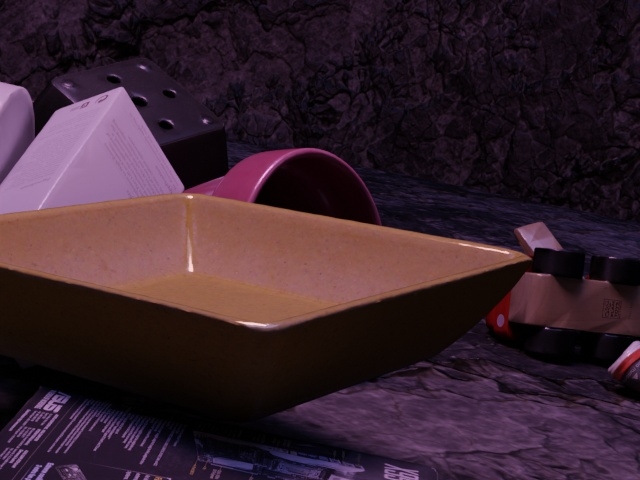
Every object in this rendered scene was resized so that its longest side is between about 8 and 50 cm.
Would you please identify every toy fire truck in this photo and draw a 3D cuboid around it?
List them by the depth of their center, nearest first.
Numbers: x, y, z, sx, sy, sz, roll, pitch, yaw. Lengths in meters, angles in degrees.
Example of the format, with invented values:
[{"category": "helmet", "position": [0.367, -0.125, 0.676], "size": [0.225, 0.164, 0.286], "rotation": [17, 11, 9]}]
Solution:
[{"category": "toy fire truck", "position": [0.280, 0.052, 1.659], "size": [0.217, 0.159, 0.246], "rotation": [6, -2, -26]}]

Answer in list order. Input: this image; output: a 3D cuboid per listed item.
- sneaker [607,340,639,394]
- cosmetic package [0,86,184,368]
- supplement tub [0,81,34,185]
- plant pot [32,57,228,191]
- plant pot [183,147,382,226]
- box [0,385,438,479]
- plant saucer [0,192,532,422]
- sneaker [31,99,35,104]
[{"category": "sneaker", "position": [0.354, 0.142, 1.481], "size": [0.065, 0.061, 0.158], "rotation": [45, 23, 20]}, {"category": "cosmetic package", "position": [-0.203, -0.015, 1.150], "size": [0.085, 0.117, 0.231], "rotation": [-16, 28, 27]}, {"category": "supplement tub", "position": [-0.422, -0.067, 1.188], "size": [0.316, 0.228, 0.228], "rotation": [11, 9, 0]}, {"category": "plant pot", "position": [-0.198, -0.072, 1.382], "size": [0.188, 0.167, 0.187], "rotation": [40, 38, 25]}, {"category": "plant pot", "position": [-0.070, 0.020, 1.271], "size": [0.180, 0.201, 0.201], "rotation": [-2, -1, 39]}, {"category": "box", "position": [-0.062, 0.165, 0.677], "size": [0.242, 0.077, 0.307], "rotation": [12, 9, 0]}, {"category": "plant saucer", "position": [-0.072, 0.039, 0.961], "size": [0.332, 0.081, 0.332], "rotation": [10, 12, 34]}, {"category": "sneaker", "position": [-0.415, -0.144, 1.779], "size": [0.071, 0.066, 0.188], "rotation": [41, 25, 28]}]
